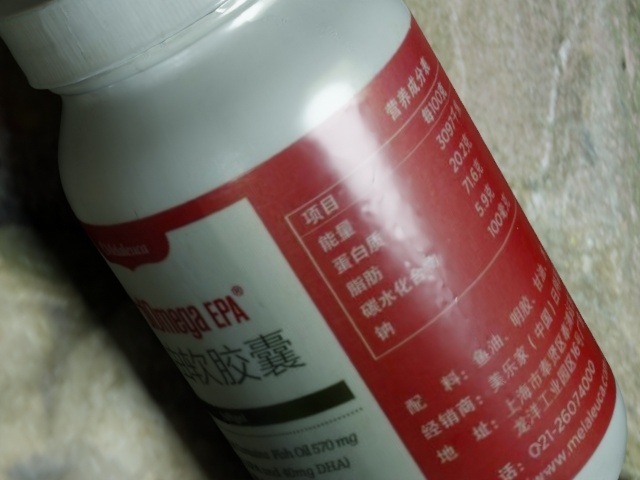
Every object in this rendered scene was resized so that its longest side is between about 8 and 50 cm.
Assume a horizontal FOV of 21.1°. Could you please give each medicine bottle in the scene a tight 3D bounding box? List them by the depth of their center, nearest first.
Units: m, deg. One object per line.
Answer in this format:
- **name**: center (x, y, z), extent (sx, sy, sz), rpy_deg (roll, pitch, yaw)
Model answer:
- **medicine bottle**: center (0.000, 0.000, 0.587), extent (0.250, 0.131, 0.131), rpy_deg (58, 38, -21)
